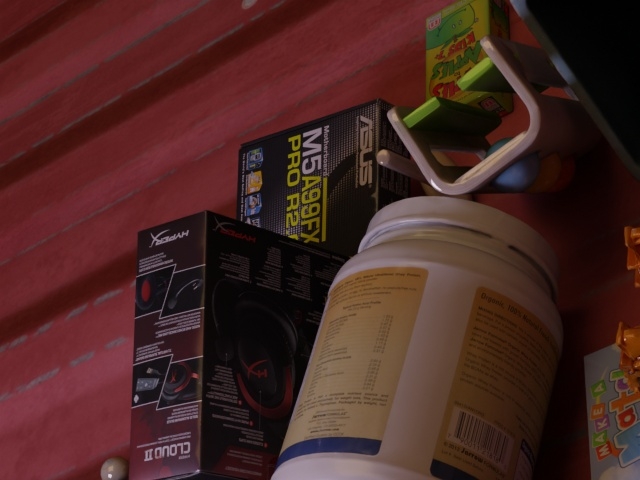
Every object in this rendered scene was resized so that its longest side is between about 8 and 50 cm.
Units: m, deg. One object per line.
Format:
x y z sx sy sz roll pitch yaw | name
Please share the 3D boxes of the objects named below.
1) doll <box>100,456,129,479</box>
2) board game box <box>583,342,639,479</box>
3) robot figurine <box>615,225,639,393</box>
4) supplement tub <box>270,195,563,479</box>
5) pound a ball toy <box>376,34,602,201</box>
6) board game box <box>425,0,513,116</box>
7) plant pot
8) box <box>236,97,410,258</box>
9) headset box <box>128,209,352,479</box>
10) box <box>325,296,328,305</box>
-0.240 0.322 2.058 0.129 0.046 0.189 -36 29 35 | doll
0.331 0.134 1.599 0.211 0.039 0.160 -28 40 30 | board game box
0.395 0.046 1.510 0.291 0.085 0.211 -6 54 22 | robot figurine
0.097 0.141 1.688 0.228 0.228 0.316 -13 48 42 | supplement tub
0.164 -0.083 1.832 0.208 0.319 0.136 -37 79 17 | pound a ball toy
0.169 -0.204 2.102 0.092 0.043 0.181 -27 40 29 | board game box
0.364 -0.256 1.768 0.248 0.247 0.252 -26 24 31 | plant pot
0.000 0.000 2.014 0.216 0.060 0.270 -15 65 41 | box
-0.076 0.142 1.839 0.110 0.218 0.293 -16 67 41 | headset box
0.045 0.138 1.845 0.054 0.059 0.169 -14 73 41 | box
